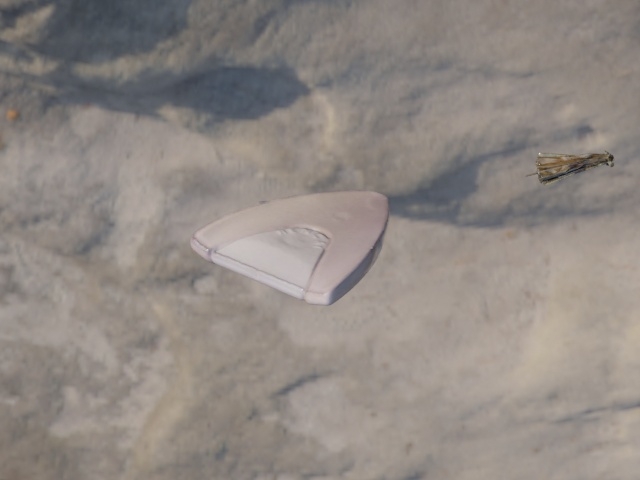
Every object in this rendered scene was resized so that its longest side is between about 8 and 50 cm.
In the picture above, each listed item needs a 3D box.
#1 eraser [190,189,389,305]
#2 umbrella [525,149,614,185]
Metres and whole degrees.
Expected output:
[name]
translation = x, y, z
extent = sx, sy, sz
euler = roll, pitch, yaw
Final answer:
[eraser]
translation = 0.000, 0.001, 1.561
extent = 0.204, 0.243, 0.059
euler = 21, 122, 32
[umbrella]
translation = 0.231, -0.070, 1.220
extent = 0.083, 0.031, 0.020
euler = -12, 155, 9
